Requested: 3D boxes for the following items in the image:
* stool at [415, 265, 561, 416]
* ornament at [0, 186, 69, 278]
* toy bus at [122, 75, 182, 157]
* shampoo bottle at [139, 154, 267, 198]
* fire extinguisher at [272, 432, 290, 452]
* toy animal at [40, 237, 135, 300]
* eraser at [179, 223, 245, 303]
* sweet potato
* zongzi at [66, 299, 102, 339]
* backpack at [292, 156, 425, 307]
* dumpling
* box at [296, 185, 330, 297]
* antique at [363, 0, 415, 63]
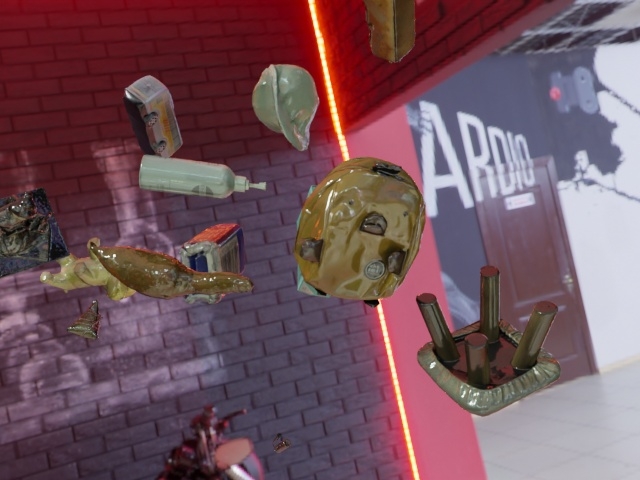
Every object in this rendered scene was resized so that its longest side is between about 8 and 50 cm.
[{"bbox_3d":[0.437,0.257,1.782,0.310,0.226,0.310,-21,33,-19],"label":"stool"},{"bbox_3d":[-0.561,-0.029,1.279,0.166,0.153,0.196,-23,3,-33],"label":"ornament"},{"bbox_3d":[-0.287,-0.209,1.172,0.072,0.057,0.172,-46,-18,-22],"label":"toy bus"},{"bbox_3d":[-0.181,-0.096,1.059,0.195,0.056,0.056,6,-4,-5],"label":"shampoo bottle"},{"bbox_3d":[-0.118,0.571,1.902,0.032,0.046,0.100,-47,0,-38],"label":"fire extinguisher"},{"bbox_3d":[-0.578,0.085,1.709,0.233,0.121,0.169,0,-33,11],"label":"toy animal"},{"bbox_3d":[-0.268,0.049,1.721,0.101,0.155,0.332,-1,11,5],"label":"eraser"},{"bbox_3d":[-0.238,0.059,1.069,0.269,0.075,0.075,12,-1,3],"label":"sweet potato"},{"bbox_3d":[-0.483,0.163,1.427,0.067,0.074,0.083,11,12,2],"label":"zongzi"},{"bbox_3d":[0.102,-0.025,1.731,0.353,0.378,0.201,8,15,-18],"label":"backpack"},{"bbox_3d":[-0.117,-0.441,2.247,0.211,0.270,0.320,13,12,38],"label":"dumpling"},{"bbox_3d":[0.000,0.000,2.214,0.118,0.312,0.205,7,-40,-12],"label":"box"},{"bbox_3d":[0.156,-0.565,1.556,0.093,0.310,0.087,27,59,29],"label":"antique"}]
